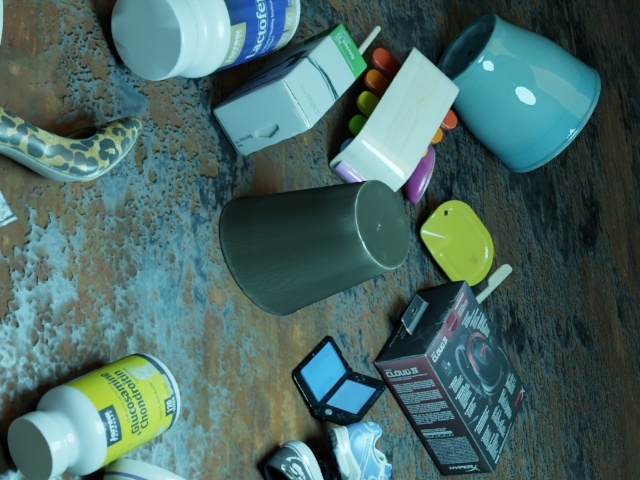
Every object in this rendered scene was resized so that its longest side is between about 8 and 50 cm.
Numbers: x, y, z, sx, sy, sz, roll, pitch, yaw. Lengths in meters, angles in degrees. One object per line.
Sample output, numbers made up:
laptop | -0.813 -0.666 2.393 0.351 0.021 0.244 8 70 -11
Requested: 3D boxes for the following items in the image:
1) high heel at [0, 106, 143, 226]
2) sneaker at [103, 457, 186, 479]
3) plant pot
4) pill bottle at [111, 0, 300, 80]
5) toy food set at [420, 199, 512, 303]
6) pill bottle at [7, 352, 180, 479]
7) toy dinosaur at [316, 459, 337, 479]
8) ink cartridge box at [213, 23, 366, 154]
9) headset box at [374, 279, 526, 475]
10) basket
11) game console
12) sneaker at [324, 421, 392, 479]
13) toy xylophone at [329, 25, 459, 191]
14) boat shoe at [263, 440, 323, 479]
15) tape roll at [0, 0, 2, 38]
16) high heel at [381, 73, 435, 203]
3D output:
high heel | -0.328 -0.148 1.100 0.261 0.093 0.186 -38 114 -41
sneaker | -0.174 0.387 1.108 0.282 0.102 0.161 52 46 -26
plant pot | 0.384 -0.321 1.942 0.255 0.272 0.271 34 51 -20
pill bottle | -0.158 -0.315 1.329 0.265 0.153 0.153 -34 104 -50
toy food set | 0.261 0.019 1.814 0.128 0.071 0.218 -48 116 -21
pill bottle | -0.254 0.202 1.067 0.184 0.103 0.103 -22 95 -52
toy dinosaur | 0.004 0.371 1.400 0.090 0.047 0.082 81 10 -53
ink cartridge box | -0.045 -0.231 1.441 0.086 0.153 0.208 58 40 -19
headset box | 0.229 0.228 1.654 0.293 0.110 0.218 59 40 -19
basket | 0.000 0.000 1.355 0.204 0.227 0.154 53 42 -24
game console | 0.031 0.215 1.449 0.122 0.107 0.071 -41 138 -49
sneaker | 0.071 0.362 1.399 0.081 0.080 0.211 -19 115 -11
toy xylophone | 0.120 -0.234 1.655 0.236 0.081 0.322 47 56 -9
boat shoe | -0.016 0.396 1.320 0.076 0.080 0.228 -24 96 -46
tape roll | -0.490 -0.226 0.855 0.392 0.072 0.391 1 88 -36
high heel | 0.153 -0.193 1.758 0.117 0.082 0.244 12 79 -18
